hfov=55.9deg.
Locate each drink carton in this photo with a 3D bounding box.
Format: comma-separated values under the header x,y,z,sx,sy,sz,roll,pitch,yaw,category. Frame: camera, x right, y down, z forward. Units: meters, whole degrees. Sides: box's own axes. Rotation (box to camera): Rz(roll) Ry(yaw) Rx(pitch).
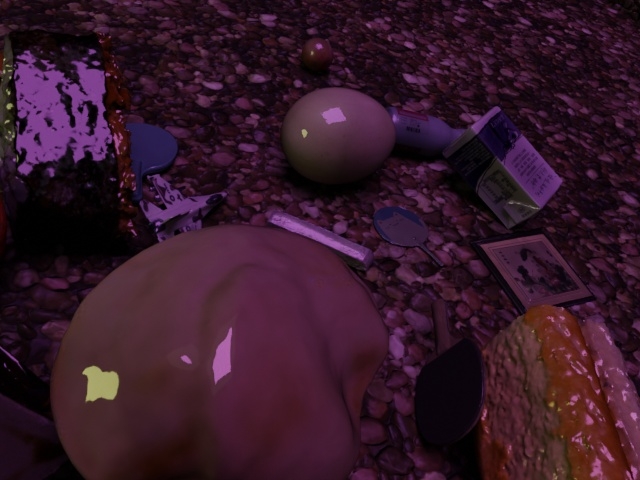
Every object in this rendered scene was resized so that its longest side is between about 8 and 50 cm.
x,y,z,sx,sy,sz,roll,pitch,yaw,category
0.386,-0.154,1.270,0.222,0.102,0.134,49,47,2,drink carton

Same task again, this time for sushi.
x,y,z,sx,sy,sz,roll,pitch,yaw,category
-0.409,-0.160,0.968,0.208,0.234,0.348,-3,81,-28,sushi

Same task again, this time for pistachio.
x,y,z,sx,sy,sz,roll,pitch,yaw,category
-0.098,0.148,0.739,0.365,0.281,0.445,51,44,10,pistachio

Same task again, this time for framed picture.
x,y,z,sx,sy,sz,roll,pitch,yaw,category
0.418,0.056,1.186,0.200,0.010,0.195,-9,50,-24,framed picture

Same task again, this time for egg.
x,y,z,sx,sy,sz,roll,pitch,yaw,category
0.040,-0.206,1.192,0.254,0.188,0.188,-10,51,-32,egg

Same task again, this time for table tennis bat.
x,y,z,sx,sy,sz,roll,pitch,yaw,category
-0.344,-0.149,1.125,0.149,0.038,0.237,4,42,-15,table tennis bat
0.186,0.187,0.902,0.022,0.138,0.246,30,37,-21,table tennis bat

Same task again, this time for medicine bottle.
x,y,z,sx,sy,sz,roll,pitch,yaw,category
0.236,-0.235,1.352,0.217,0.090,0.090,9,45,-19,medicine bottle

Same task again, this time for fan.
x,y,z,sx,sy,sz,roll,pitch,yaw,category
0.177,-0.008,1.174,0.113,0.005,0.175,-23,56,-35,fan

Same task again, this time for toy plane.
x,y,z,sx,sy,sz,roll,pitch,yaw,category
-0.229,-0.046,1.025,0.160,0.082,0.234,62,18,-6,toy plane

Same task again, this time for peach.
x,y,z,sx,sy,sz,roll,pitch,yaw,category
-0.007,-0.461,1.502,0.083,0.083,0.083,9,45,-9,peach

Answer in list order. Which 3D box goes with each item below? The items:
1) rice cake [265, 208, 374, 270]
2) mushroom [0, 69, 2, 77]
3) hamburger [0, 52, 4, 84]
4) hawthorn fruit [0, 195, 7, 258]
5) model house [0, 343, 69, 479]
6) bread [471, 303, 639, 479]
x,y,z,sx,sy,sz,roll,pitch,yaw,category
0.000,0.000,1.090,0.207,0.036,0.047,22,57,3,rice cake
-0.474,-0.248,1.065,0.286,0.028,0.026,23,18,-36,mushroom
-0.687,-0.252,1.028,0.319,0.158,0.318,10,41,-9,hamburger
-0.560,-0.049,0.828,0.242,0.241,0.271,0,38,-18,hawthorn fruit
-0.492,0.194,0.658,0.317,0.297,0.283,-38,34,-27,model house
0.300,0.294,0.764,0.165,0.236,0.375,20,40,-16,bread
